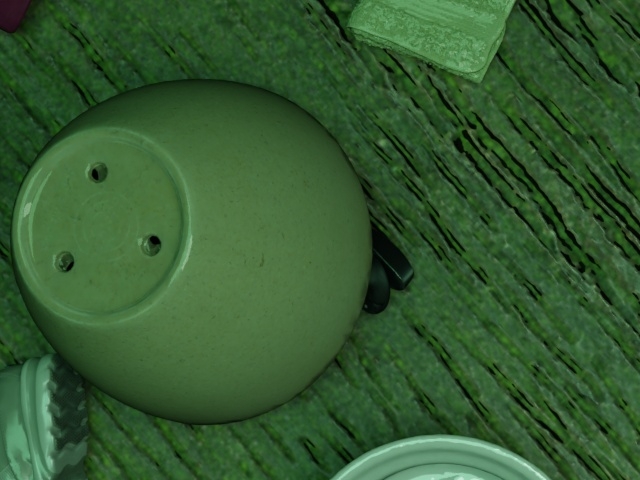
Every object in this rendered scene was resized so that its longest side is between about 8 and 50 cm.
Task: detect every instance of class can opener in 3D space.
[{"bbox_3d":[0.000,0.000,1.574,0.186,0.073,0.059,38,129,11],"label":"can opener"}]

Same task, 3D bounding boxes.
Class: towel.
[{"bbox_3d":[0.109,-0.224,1.586,0.148,0.027,0.110,21,87,8],"label":"towel"}]

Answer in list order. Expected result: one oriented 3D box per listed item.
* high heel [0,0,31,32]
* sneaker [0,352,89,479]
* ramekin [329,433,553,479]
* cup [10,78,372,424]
[{"bbox_3d":[-0.230,-0.382,1.624,0.377,0.127,0.181,-38,111,-2],"label":"high heel"},{"bbox_3d":[-0.283,0.252,1.572,0.115,0.105,0.281,-6,78,22],"label":"sneaker"},{"bbox_3d":[0.112,0.313,1.486,0.277,0.135,0.277,-1,85,6],"label":"ramekin"},{"bbox_3d":[-0.144,0.001,1.463,0.331,0.237,0.331,-2,84,18],"label":"cup"}]
